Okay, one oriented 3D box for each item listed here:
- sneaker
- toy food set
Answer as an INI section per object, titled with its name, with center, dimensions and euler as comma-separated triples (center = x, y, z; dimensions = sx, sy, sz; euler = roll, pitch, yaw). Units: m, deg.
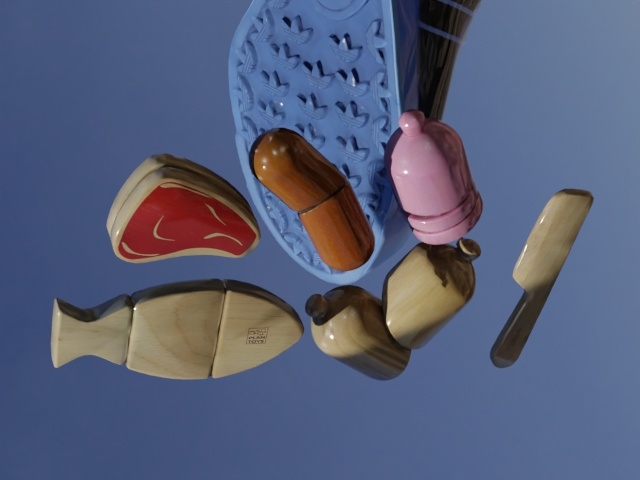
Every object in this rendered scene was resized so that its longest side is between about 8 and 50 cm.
[sneaker]
center = 0.029, -0.094, 0.507
dimensions = 0.090, 0.081, 0.232
euler = -28, -42, -35
[toy food set]
center = 0.000, 0.000, 0.389
dimensions = 0.122, 0.078, 0.019
euler = 6, -145, -23
